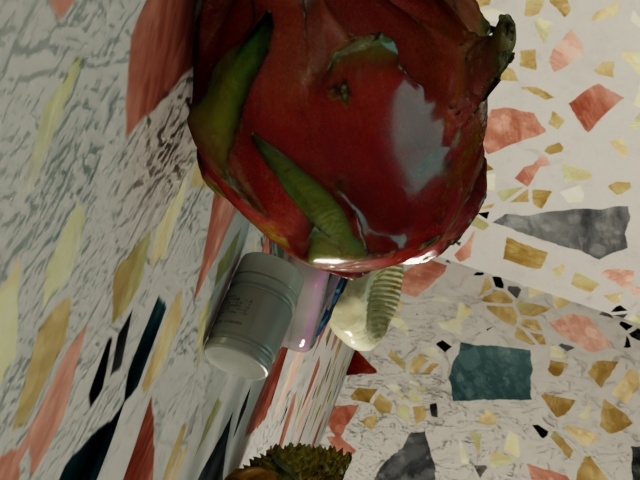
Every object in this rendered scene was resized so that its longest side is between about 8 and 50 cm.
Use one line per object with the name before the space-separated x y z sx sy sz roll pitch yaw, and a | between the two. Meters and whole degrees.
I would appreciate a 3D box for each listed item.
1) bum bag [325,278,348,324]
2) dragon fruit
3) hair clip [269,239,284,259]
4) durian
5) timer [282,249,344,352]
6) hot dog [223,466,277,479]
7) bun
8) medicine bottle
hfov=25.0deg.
bum bag | 0.011 0.031 1.835 0.087 0.049 0.197 -10 -121 68
dragon fruit | 0.017 -0.102 0.784 0.200 0.198 0.269 -40 136 -59
hair clip | -0.028 -0.037 1.312 0.054 0.022 0.137 -60 167 -70
durian | -0.050 0.340 1.768 0.193 0.138 0.237 -70 173 -48
timer | 0.000 0.000 1.475 0.208 0.069 0.191 -64 171 -45
hot dog | -0.107 0.358 1.600 0.115 0.072 0.269 -65 174 -54
bun | 0.048 0.063 2.015 0.183 0.102 0.183 10 90 -69
medicine bottle | -0.054 0.062 1.183 0.058 0.058 0.091 98 12 -63
